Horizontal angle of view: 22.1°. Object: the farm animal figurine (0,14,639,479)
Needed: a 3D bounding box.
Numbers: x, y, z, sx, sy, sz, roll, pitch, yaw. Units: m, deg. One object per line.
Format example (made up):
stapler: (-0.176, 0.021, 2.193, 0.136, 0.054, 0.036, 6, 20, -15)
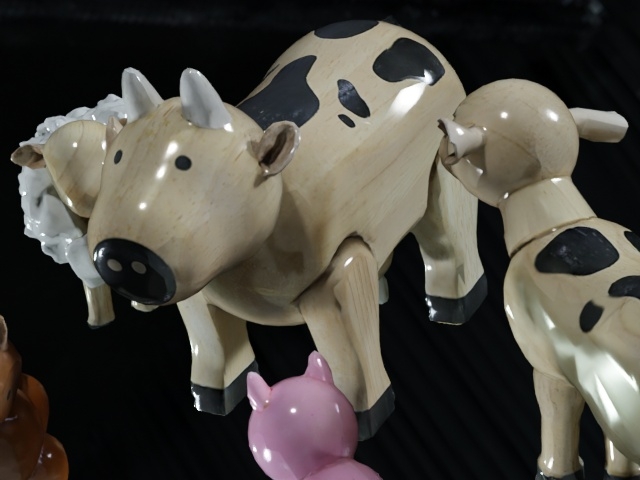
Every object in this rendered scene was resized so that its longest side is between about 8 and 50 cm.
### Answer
farm animal figurine: (0.000, 0.000, 0.627, 0.330, 0.327, 0.172, -1, -63, 12)
